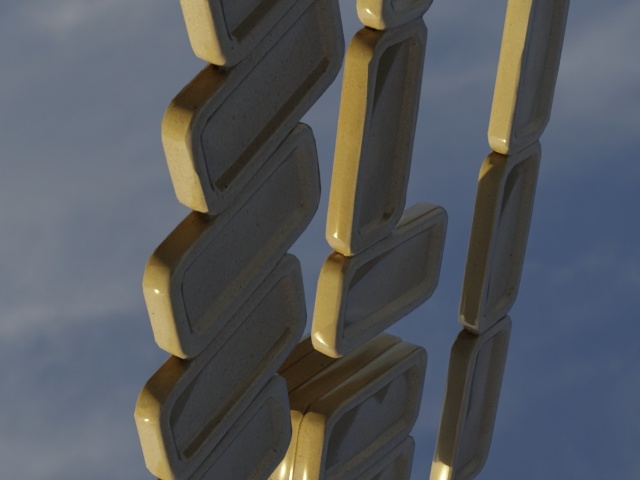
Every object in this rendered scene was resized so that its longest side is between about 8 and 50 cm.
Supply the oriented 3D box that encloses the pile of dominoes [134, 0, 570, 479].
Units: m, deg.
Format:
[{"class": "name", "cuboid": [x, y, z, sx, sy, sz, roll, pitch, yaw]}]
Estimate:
[{"class": "pile of dominoes", "cuboid": [0.000, 0.000, 0.459, 0.040, 0.251, 0.196, 19, -154, 26]}]
